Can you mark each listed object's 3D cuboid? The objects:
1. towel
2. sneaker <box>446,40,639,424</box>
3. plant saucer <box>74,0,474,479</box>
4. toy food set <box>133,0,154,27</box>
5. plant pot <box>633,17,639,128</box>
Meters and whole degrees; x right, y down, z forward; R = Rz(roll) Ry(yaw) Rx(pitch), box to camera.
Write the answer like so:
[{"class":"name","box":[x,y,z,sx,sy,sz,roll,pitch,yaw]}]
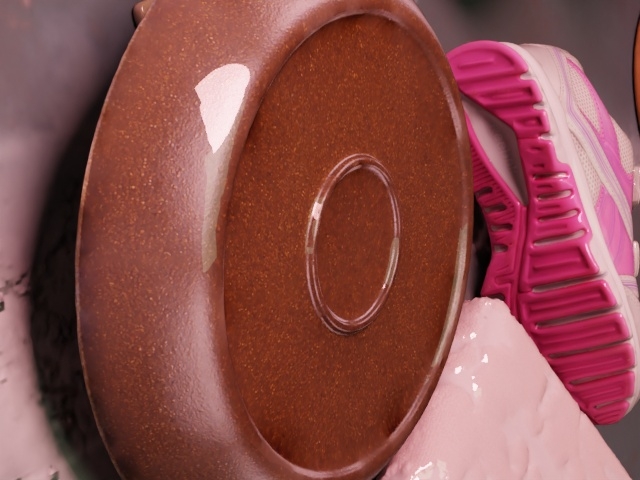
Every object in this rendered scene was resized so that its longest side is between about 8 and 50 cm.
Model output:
[{"class":"towel","box":[0.109,0.253,0.930,0.317,0.053,0.332,52,46,-29]},{"class":"sneaker","box":[0.154,-0.011,0.995,0.111,0.103,0.252,-30,110,-48]},{"class":"plant saucer","box":[0.000,0.000,0.794,0.310,0.050,0.310,-15,108,-57]},{"class":"toy food set","box":[-0.016,-0.049,0.834,0.132,0.038,0.192,-38,115,-47]},{"class":"plant pot","box":[0.366,-0.118,1.197,0.291,0.203,0.291,8,79,-50]}]
